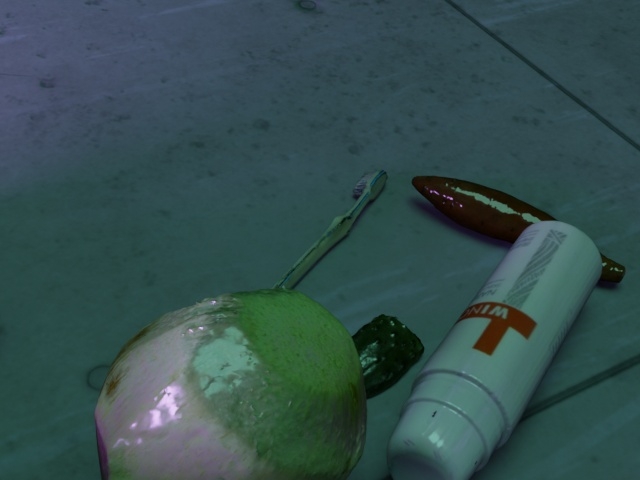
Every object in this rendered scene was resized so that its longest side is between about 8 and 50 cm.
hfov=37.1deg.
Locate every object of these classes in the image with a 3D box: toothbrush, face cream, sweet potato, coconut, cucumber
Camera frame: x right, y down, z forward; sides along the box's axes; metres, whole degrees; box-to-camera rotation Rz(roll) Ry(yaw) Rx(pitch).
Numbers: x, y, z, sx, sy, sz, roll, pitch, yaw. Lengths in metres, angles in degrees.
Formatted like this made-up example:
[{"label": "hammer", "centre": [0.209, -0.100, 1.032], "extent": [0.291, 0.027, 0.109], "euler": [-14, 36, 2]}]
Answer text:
[{"label": "toothbrush", "centre": [0.005, 0.001, 1.061], "extent": [0.028, 0.026, 0.294], "euler": [8, 38, 28]}, {"label": "face cream", "centre": [0.169, 0.108, 0.913], "extent": [0.102, 0.102, 0.345], "euler": [26, 44, 19]}, {"label": "sweet potato", "centre": [0.225, -0.021, 1.097], "extent": [0.265, 0.057, 0.057], "euler": [23, 44, 14]}, {"label": "coconut", "centre": [-0.077, 0.147, 0.764], "extent": [0.205, 0.236, 0.236], "euler": [34, 38, -21]}, {"label": "cucumber", "centre": [0.047, 0.115, 0.936], "extent": [0.067, 0.035, 0.107], "euler": [33, 49, 23]}]
